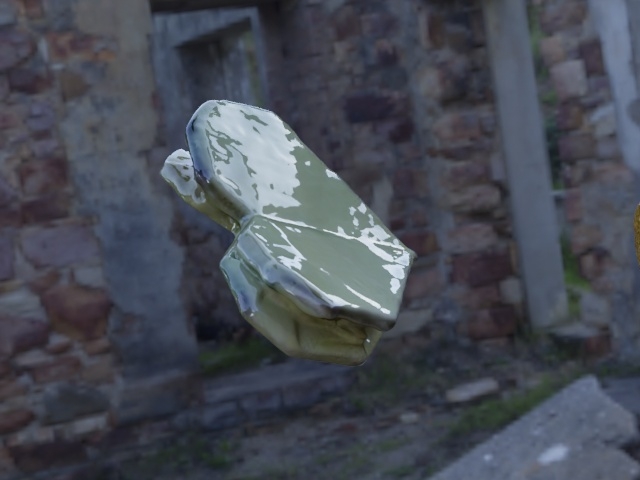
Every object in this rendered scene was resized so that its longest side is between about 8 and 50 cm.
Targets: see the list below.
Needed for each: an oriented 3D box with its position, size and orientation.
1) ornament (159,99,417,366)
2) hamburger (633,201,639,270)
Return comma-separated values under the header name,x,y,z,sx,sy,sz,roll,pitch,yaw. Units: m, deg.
name,x,y,z,sx,sy,sz,roll,pitch,yaw
ornament,0.000,0.000,0.783,0.180,0.059,0.201,13,34,-41
hamburger,0.513,0.062,1.478,0.170,0.314,0.290,-20,16,-8
